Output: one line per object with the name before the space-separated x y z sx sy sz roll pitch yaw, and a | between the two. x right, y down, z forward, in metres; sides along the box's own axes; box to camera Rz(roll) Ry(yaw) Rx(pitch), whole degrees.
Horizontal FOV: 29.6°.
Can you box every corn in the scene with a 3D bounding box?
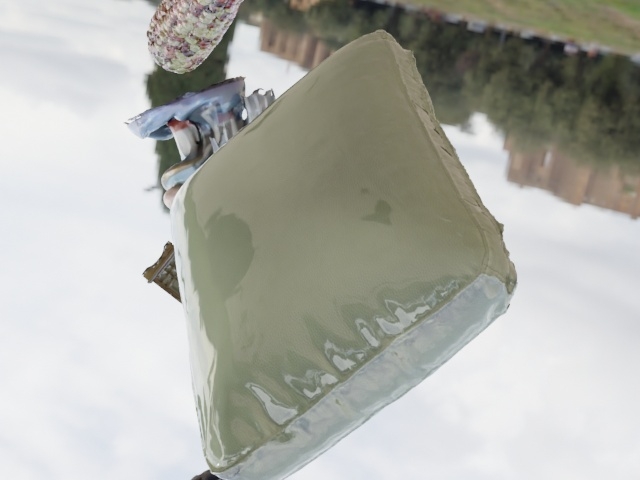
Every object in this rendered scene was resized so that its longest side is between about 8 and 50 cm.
corn | -0.149 -0.302 1.544 0.092 0.092 0.280 6 159 -24

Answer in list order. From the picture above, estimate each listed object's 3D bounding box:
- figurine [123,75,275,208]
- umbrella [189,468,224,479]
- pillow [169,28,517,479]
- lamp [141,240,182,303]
figurine | -0.096 -0.037 1.750 0.248 0.388 0.276 -19 -177 43
umbrella | -0.178 0.370 1.739 0.070 0.071 0.248 18 -141 26
pillow | 0.000 0.000 0.882 0.119 0.255 0.322 40 -160 -35
lamp | -0.173 0.131 2.210 0.325 0.089 0.090 39 175 -9
